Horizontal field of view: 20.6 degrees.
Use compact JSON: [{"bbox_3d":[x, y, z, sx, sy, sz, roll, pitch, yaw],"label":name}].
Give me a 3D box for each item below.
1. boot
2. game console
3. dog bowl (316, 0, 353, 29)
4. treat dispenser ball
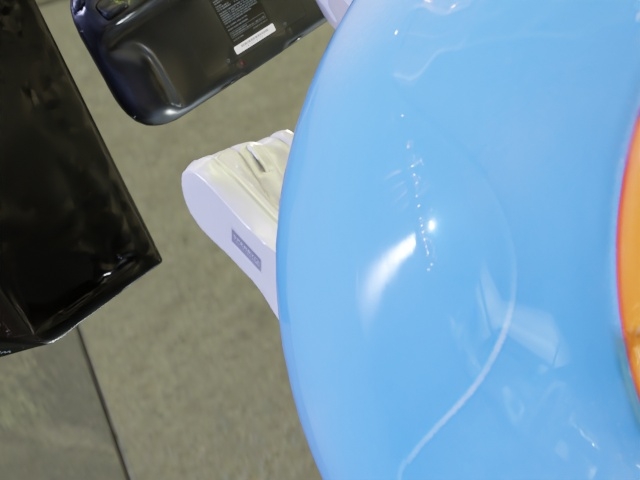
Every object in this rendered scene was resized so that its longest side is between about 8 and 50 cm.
[{"bbox_3d":[0.000,0.000,1.503,0.123,0.095,0.258,-27,60,-25],"label":"boot"},{"bbox_3d":[-0.112,-0.101,1.067,0.361,0.213,0.044,-37,25,-30],"label":"game console"},{"bbox_3d":[0.137,-0.195,0.881,0.348,0.102,0.349,-10,33,7],"label":"dog bowl"},{"bbox_3d":[0.130,0.008,0.511,0.288,0.288,0.288,-2,59,3],"label":"treat dispenser ball"}]
